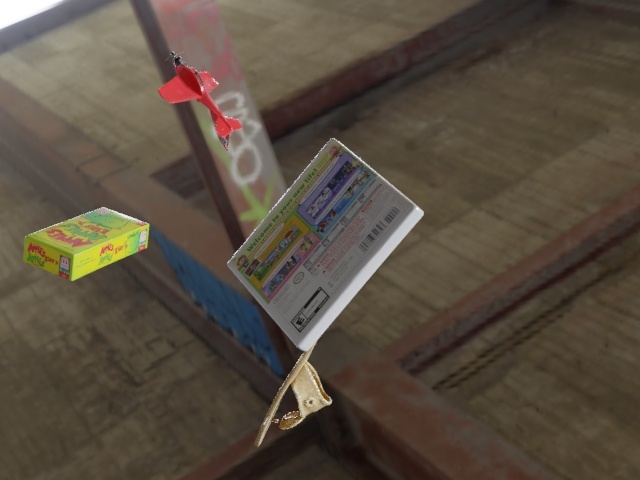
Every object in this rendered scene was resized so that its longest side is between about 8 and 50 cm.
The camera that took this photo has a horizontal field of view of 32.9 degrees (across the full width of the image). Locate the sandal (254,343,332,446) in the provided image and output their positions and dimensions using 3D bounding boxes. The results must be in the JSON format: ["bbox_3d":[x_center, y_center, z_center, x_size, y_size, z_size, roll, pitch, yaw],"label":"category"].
[{"bbox_3d":[-0.015,0.208,1.572,0.079,0.240,0.088,24,-174,3],"label":"sandal"}]

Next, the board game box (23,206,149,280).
[{"bbox_3d":[-0.351,0.002,1.638,0.092,0.043,0.181,20,-157,22],"label":"board game box"}]

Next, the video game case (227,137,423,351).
[{"bbox_3d":[0.000,0.000,1.302,0.212,0.023,0.193,-50,-137,4],"label":"video game case"}]

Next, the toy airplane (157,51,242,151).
[{"bbox_3d":[-0.157,-0.189,1.451,0.028,0.151,0.151,-31,-158,27],"label":"toy airplane"}]
